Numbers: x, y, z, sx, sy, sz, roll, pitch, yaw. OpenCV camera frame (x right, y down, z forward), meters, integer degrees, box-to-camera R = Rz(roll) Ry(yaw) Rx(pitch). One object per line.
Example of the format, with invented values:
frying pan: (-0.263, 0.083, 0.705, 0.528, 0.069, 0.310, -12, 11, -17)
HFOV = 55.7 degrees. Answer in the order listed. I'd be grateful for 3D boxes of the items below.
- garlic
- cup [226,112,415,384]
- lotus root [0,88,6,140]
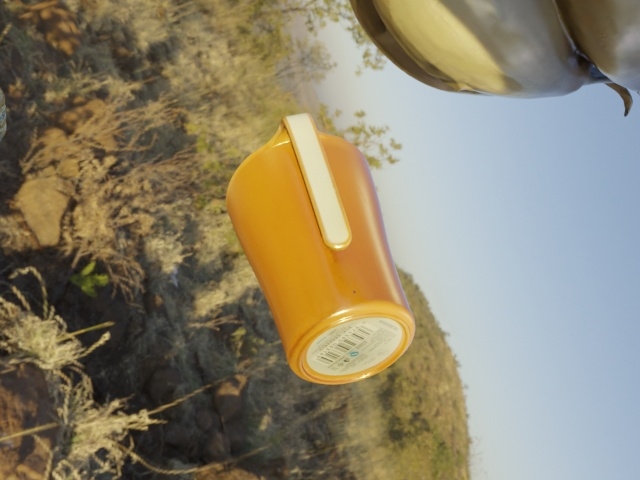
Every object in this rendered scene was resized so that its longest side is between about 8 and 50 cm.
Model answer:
garlic: (0.134, -0.204, 0.414, 0.210, 0.237, 0.292, -90, 163, -67)
cup: (0.000, 0.000, 0.657, 0.226, 0.182, 0.264, 85, -11, -47)
lotus root: (-0.303, -0.089, 0.468, 0.070, 0.143, 0.144, 41, -23, -11)
